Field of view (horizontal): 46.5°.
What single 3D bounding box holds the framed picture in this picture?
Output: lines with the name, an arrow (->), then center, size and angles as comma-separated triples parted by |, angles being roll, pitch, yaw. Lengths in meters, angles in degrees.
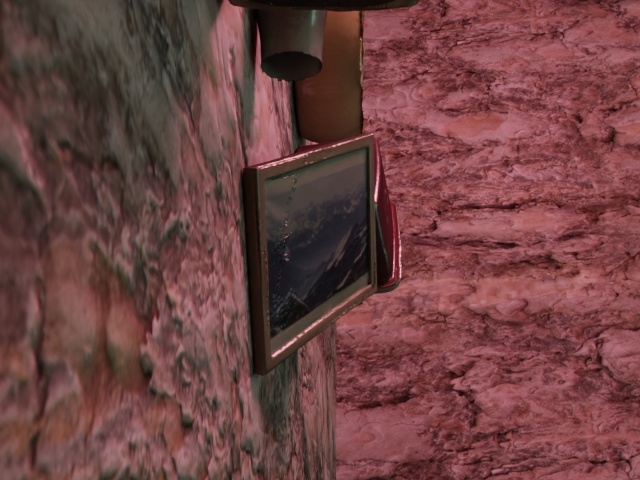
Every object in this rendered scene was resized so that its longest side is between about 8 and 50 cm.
framed picture -> 0.000, 0.000, 0.979 | 0.335, 0.022, 0.248 | -27, 118, -60

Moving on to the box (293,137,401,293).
box -> 0.032, -0.047, 1.275 | 0.294, 0.193, 0.168 | -85, 164, -57

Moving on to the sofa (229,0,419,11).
sofa -> 0.004, -0.336, 0.674 | 0.226, 0.210, 0.176 | 84, 8, -46

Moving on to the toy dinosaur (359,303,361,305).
toy dinosaur -> 0.000, 0.047, 1.416 | 0.177, 0.152, 0.194 | 13, -86, 50

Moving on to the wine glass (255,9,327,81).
wine glass -> -0.037, -0.305, 0.928 | 0.093, 0.092, 0.202 | 75, 14, -75

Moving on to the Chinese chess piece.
Chinese chess piece -> 0.023, -0.365, 1.513 | 0.338, 0.140, 0.338 | 1, 90, -86
